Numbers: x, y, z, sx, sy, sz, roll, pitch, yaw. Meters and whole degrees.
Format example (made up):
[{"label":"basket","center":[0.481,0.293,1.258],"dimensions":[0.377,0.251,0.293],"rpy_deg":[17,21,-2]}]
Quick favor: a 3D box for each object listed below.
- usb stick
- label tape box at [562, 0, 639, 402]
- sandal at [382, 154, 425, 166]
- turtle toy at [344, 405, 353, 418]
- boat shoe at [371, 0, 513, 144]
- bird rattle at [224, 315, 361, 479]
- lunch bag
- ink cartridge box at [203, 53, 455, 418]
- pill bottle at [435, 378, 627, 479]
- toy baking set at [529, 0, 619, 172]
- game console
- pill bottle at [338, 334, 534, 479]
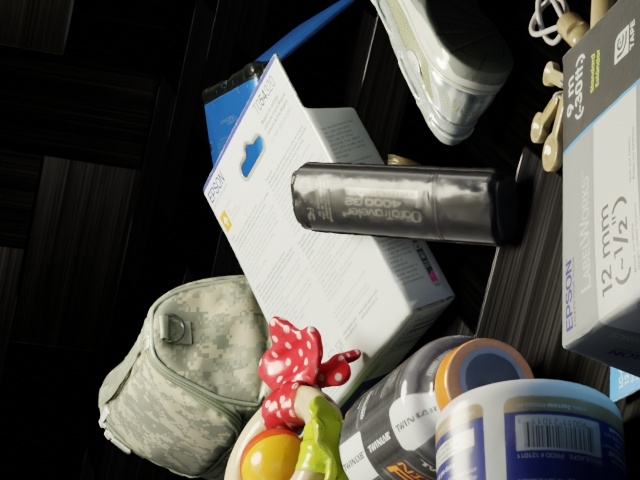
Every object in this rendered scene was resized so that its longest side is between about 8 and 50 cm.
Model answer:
[{"label":"usb stick","center":[0.081,-0.039,1.951],"dimensions":[0.278,0.045,0.077],"rpy_deg":[4,105,42]},{"label":"label tape box","center":[0.251,-0.043,1.466],"dimensions":[0.348,0.115,0.249],"rpy_deg":[135,141,-62]},{"label":"sandal","center":[0.085,-0.041,2.129],"dimensions":[0.180,0.072,0.049],"rpy_deg":[118,168,-65]},{"label":"turtle toy","center":[0.050,0.245,2.111],"dimensions":[0.095,0.066,0.130],"rpy_deg":[120,153,-53]},{"label":"boat shoe","center":[0.114,-0.226,2.057],"dimensions":[0.320,0.118,0.103],"rpy_deg":[-113,39,-50]},{"label":"bird rattle","center":[-0.033,0.204,2.017],"dimensions":[0.207,0.143,0.253],"rpy_deg":[-50,39,8]},{"label":"lunch bag","center":[-0.127,0.172,2.429],"dimensions":[0.305,0.256,0.212],"rpy_deg":[126,149,-60]},{"label":"ink cartridge box","center":[0.000,0.000,2.181],"dimensions":[0.330,0.071,0.324],"rpy_deg":[64,153,17]},{"label":"pill bottle","center":[0.168,0.255,1.520],"dimensions":[0.153,0.153,0.264],"rpy_deg":[124,151,-57]},{"label":"toy baking set","center":[0.228,-0.178,1.774],"dimensions":[0.197,0.030,0.256],"rpy_deg":[151,126,-71]},{"label":"game console","center":[-0.043,-0.182,2.619],"dimensions":[0.293,0.173,0.250],"rpy_deg":[169,93,-74]},{"label":"pill bottle","center":[0.113,0.165,1.808],"dimensions":[0.245,0.130,0.130],"rpy_deg":[131,145,-63]}]
